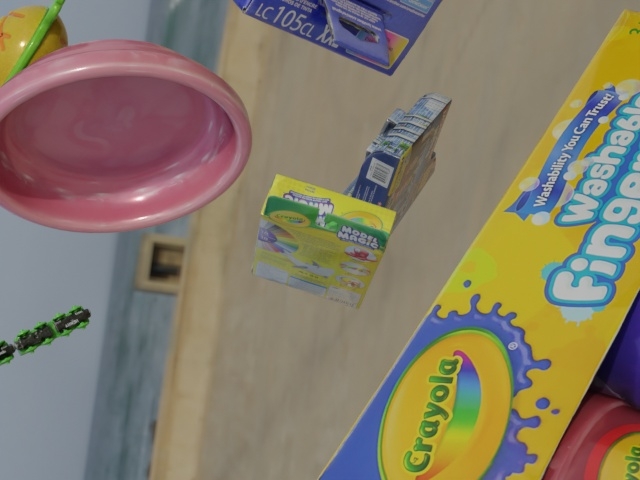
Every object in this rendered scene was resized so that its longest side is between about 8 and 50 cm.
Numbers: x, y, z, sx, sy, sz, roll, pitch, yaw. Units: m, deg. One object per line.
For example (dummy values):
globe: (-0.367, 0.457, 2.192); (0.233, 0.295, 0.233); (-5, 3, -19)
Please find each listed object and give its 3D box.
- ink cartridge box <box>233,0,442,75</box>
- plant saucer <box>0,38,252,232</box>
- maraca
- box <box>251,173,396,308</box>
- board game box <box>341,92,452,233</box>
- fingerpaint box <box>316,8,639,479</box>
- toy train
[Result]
ink cartridge box: (-0.024, -0.366, 1.637); (0.151, 0.270, 0.395); (-57, 45, 18)
plant saucer: (-0.251, -0.130, 1.555); (0.332, 0.332, 0.084); (111, 153, -55)
maraca: (-0.348, -0.238, 1.559); (0.185, 0.099, 0.127); (-53, 22, 17)
box: (0.000, 0.000, 1.073); (0.179, 0.105, 0.043); (108, 180, -72)
board game box: (0.088, -0.085, 1.546); (0.194, 0.060, 0.194); (-50, -17, -46)
fingerpaint box: (0.272, 0.073, 0.770); (0.445, 0.371, 0.163); (-53, -39, -29)
toy train: (-0.190, 0.066, 0.853); (0.017, 0.083, 0.024); (63, 159, 4)
